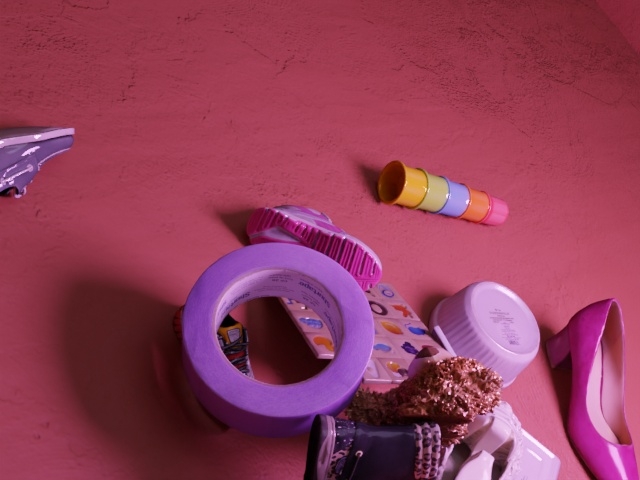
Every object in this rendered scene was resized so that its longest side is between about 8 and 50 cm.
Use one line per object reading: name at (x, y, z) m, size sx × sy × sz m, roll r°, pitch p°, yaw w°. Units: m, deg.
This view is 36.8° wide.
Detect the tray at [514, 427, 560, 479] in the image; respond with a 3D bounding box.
tray at (0.352, 0.433, 1.693) m, size 0.145 × 0.030 × 0.270 m, roll 40°, pitch 40°, yaw -4°

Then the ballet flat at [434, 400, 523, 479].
ballet flat at (0.260, 0.372, 1.579) m, size 0.147 × 0.147 × 0.409 m, roll 42°, pitch 40°, yaw 0°

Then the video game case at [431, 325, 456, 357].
video game case at (0.221, 0.210, 1.726) m, size 0.011 × 0.122 × 0.087 m, roll -24°, pitch 68°, yaw -12°

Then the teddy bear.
teddy bear at (0.163, 0.242, 1.468) m, size 0.338 × 0.245 × 0.113 m, roll 56°, pitch 31°, yaw -66°

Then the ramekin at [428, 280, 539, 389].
ramekin at (0.321, 0.175, 1.837) m, size 0.207 × 0.109 × 0.207 m, roll 23°, pitch 43°, yaw -23°

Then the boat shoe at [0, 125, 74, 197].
boat shoe at (-0.495, -0.108, 1.463) m, size 0.319 × 0.116 × 0.099 m, roll -33°, pitch 122°, yaw -56°

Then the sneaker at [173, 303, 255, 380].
sneaker at (-0.149, 0.176, 1.465) m, size 0.088 × 0.092 × 0.225 m, roll -11°, pitch 63°, yaw -44°

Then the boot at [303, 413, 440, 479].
boot at (0.068, 0.343, 1.351) m, size 0.179 × 0.236 × 0.085 m, roll 1°, pitch 32°, yaw -8°

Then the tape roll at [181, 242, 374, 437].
tape roll at (-0.063, 0.141, 1.397) m, size 0.275 × 0.090 × 0.274 m, roll 3°, pitch 59°, yaw -5°

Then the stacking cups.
stacking cups at (0.275, -0.091, 2.049) m, size 0.316 × 0.096 × 0.096 m, roll 12°, pitch 48°, yaw -31°

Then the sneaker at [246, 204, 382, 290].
sneaker at (0.000, 0.000, 1.716) m, size 0.252 × 0.103 × 0.111 m, roll 29°, pitch 24°, yaw 3°

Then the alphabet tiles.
alphabet tiles at (0.064, 0.132, 1.651) m, size 0.285 × 0.011 × 0.342 m, roll 8°, pitch 30°, yaw -35°

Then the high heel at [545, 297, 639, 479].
high heel at (0.564, 0.301, 1.863) m, size 0.127 × 0.181 × 0.377 m, roll 7°, pitch 51°, yaw -35°
